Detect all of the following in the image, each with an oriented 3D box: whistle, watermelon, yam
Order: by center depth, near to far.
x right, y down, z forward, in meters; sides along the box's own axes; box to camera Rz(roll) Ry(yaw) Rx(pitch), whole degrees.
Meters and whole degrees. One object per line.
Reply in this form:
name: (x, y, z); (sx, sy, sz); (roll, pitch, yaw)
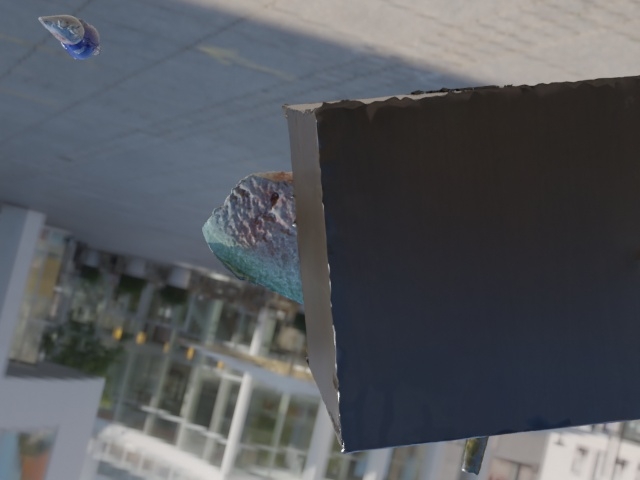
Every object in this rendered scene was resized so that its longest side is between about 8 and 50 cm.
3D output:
whistle: (-0.190, -0.158, 0.875); (0.033, 0.029, 0.083); (21, 178, 10)
watermelon: (-0.002, 0.006, 0.945); (0.180, 0.081, 0.094); (36, 140, -15)
yam: (0.180, 0.133, 1.199); (0.029, 0.234, 0.027); (11, 180, 21)

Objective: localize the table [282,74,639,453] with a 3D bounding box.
table: (0.077, 0.000, 0.624); (0.173, 0.169, 0.193); (-6, -173, -6)
